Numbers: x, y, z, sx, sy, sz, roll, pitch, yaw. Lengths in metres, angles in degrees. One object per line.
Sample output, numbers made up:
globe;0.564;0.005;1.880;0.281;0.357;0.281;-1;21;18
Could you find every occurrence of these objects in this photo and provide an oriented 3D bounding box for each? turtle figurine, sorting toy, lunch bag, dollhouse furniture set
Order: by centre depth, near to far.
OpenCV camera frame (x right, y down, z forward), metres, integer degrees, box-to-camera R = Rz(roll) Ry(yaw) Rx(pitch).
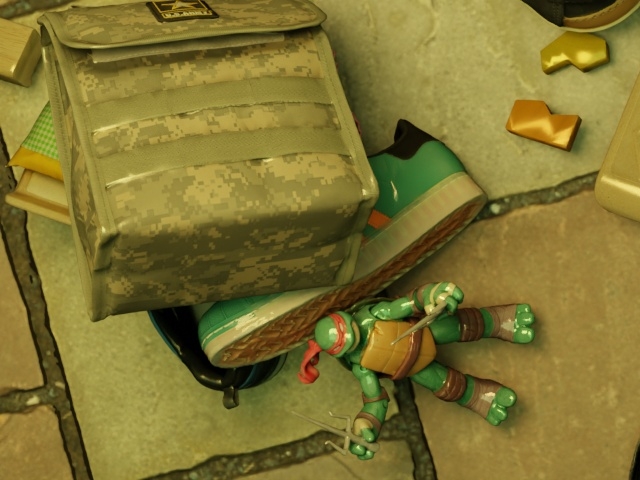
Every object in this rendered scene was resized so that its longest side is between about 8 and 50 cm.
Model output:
lunch bag;-0.103;-0.101;1.582;0.235;0.169;0.287;-7;57;-16
sorting toy;0.334;-0.119;1.667;0.307;0.041;0.229;20;87;22
turtle figurine;0.077;0.098;1.674;0.118;0.234;0.175;52;125;45
dollhouse furniture set;-0.261;-0.135;1.674;0.301;0.151;0.198;18;77;19

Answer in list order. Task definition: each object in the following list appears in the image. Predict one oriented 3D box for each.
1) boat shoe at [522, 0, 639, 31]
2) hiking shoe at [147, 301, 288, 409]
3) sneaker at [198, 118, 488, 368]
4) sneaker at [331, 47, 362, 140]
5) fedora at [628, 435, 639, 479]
boat shoe;0.097;-0.380;1.635;0.500;0.156;0.187;46;101;6
hiking shoe;-0.129;0.003;1.731;0.113;0.132;0.304;-33;89;12
sneaker;0.000;0.000;1.688;0.302;0.108;0.121;-32;71;-21
sneaker;0.003;-0.125;1.733;0.047;0.057;0.119;-20;94;9
fedora;0.435;0.255;1.653;0.334;0.152;0.334;1;96;9
